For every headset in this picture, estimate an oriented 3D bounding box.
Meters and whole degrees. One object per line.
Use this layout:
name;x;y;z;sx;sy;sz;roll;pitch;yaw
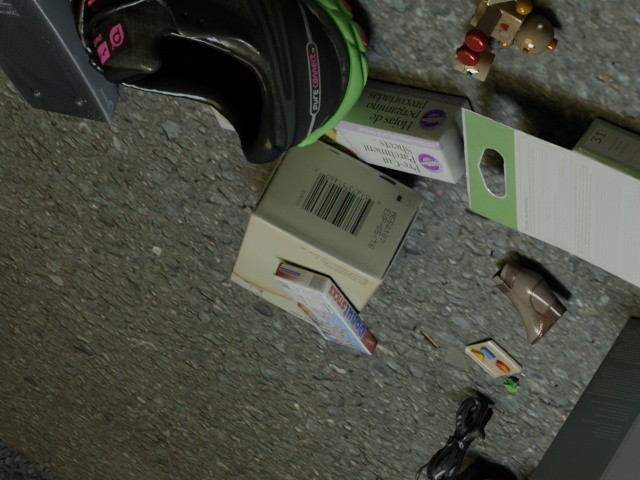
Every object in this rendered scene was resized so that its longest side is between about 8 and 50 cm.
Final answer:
headset;0.263;0.363;2.213;0.243;0.185;0.394;15;162;45

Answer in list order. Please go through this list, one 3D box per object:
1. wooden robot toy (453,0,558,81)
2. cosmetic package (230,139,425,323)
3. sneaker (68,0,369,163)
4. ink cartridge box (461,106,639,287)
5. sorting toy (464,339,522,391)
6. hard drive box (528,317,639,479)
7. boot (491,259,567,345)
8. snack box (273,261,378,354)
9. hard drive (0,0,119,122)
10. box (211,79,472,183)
wooden robot toy;0.169;-0.179;1.469;0.079;0.076;0.173;25;154;1
cosmetic package;0.000;0.000;1.840;0.160;0.113;0.309;27;164;1
sneaker;-0.171;-0.261;1.596;0.483;0.202;0.185;38;153;-3
ink cartridge box;0.253;-0.049;1.590;0.235;0.056;0.171;28;152;25
sorting toy;0.219;0.155;2.015;0.083;0.012;0.062;43;153;-11
hard drive box;0.341;0.229;1.735;0.089;0.232;0.181;6;141;47
boot;0.227;0.066;1.835;0.087;0.042;0.118;40;154;7
snack box;0.008;0.077;1.823;0.064;0.022;0.178;17;162;27
hard drive;-0.351;-0.256;1.996;0.172;0.054;0.254;13;146;40
box;0.017;-0.133;1.732;0.324;0.063;0.067;16;149;36
